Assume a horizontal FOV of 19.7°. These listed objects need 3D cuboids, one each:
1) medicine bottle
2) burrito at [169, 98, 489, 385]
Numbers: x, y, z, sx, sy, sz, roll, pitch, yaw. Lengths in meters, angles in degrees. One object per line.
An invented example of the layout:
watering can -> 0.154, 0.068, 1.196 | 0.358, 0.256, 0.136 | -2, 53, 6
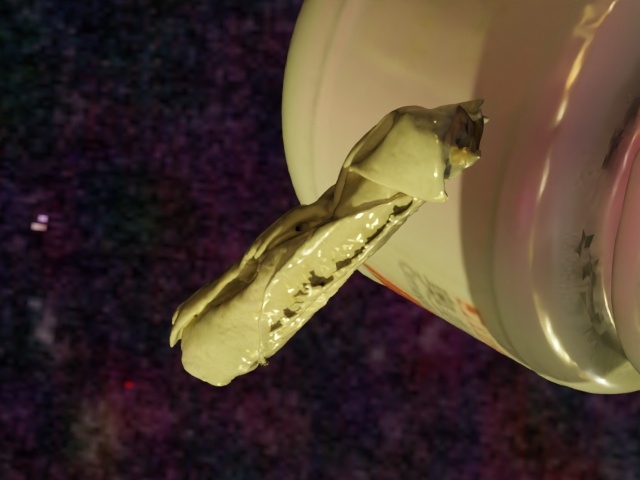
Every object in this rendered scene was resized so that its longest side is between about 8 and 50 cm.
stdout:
medicine bottle -> 0.158, -0.044, 0.846 | 0.241, 0.302, 0.241 | -26, 130, -35
burrito -> 0.000, 0.000, 0.702 | 0.041, 0.185, 0.045 | 44, 40, -3
